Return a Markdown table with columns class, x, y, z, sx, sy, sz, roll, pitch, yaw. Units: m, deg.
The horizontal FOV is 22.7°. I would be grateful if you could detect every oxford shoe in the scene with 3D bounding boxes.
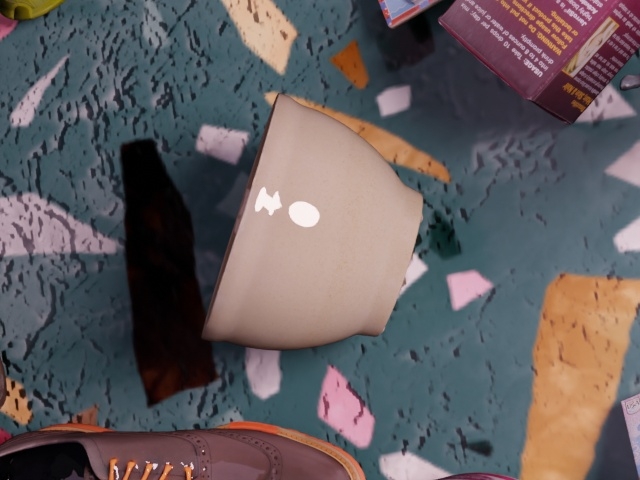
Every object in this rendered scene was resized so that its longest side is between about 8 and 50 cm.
| class | x | y | z | sx | sy | sz | roll | pitch | yaw |
| --- | --- | --- | --- | --- | --- | --- | --- | --- | --- |
| oxford shoe | -0.104 | 0.170 | 1.052 | 0.271 | 0.098 | 0.097 | -3 | 86 | 22 |

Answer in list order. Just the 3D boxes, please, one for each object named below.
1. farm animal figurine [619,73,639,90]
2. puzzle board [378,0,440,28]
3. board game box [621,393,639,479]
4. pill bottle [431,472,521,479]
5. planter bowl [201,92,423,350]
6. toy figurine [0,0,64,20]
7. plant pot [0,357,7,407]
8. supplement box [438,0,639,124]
| class | x | y | z | sx | sy | sz | roll | pitch | yaw |
| --- | --- | --- | --- | --- | --- | --- | --- | --- | --- |
| farm animal figurine | 0.325 | -0.216 | 0.802 | 0.327 | 0.172 | 0.330 | 4 | 89 | -8 |
| puzzle board | 0.084 | -0.206 | 1.031 | 0.128 | 0.011 | 0.096 | -29 | 59 | 19 |
| board game box | 0.227 | 0.113 | 0.933 | 0.090 | 0.020 | 0.090 | -27 | 34 | 19 |
| pill bottle | 0.054 | 0.218 | 0.884 | 0.160 | 0.283 | 0.160 | -1 | 87 | 22 |
| planter bowl | 0.000 | 0.000 | 1.002 | 0.109 | 0.162 | 0.162 | 17 | 94 | -3 |
| toy figurine | -0.161 | -0.324 | 1.044 | 0.362 | 0.217 | 0.191 | -37 | 74 | 16 |
| plant pot | -0.347 | 0.115 | 1.116 | 0.230 | 0.215 | 0.215 | -25 | 77 | 5 |
| supplement box | 0.172 | -0.170 | 0.957 | 0.081 | 0.104 | 0.188 | 45 | 103 | 19 |
